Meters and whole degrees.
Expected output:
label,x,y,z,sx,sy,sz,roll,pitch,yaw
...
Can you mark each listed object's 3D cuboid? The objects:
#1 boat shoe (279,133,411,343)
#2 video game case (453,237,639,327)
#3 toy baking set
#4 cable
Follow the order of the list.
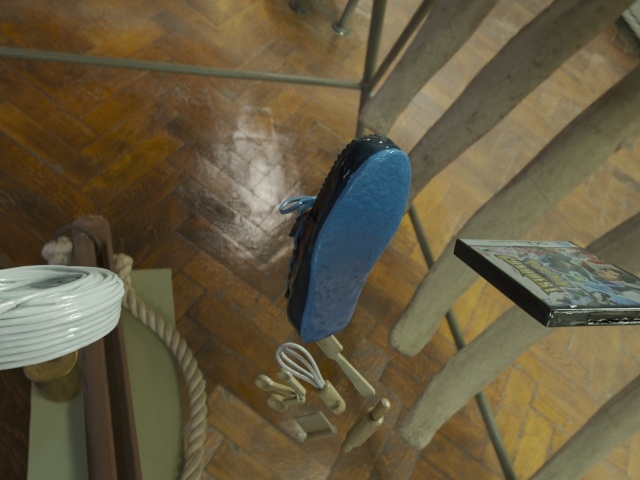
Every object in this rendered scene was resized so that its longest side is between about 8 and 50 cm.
label,x,y,z,sx,sy,sz,roll,pitch,yaw
boat shoe,0.000,0.000,0.521,0.109,0.258,0.089,-7,49,-33
video game case,0.392,0.060,0.874,0.248,0.035,0.275,2,20,-15
toy baking set,0.002,0.236,0.800,0.196,0.256,0.030,30,43,-3
cable,-0.401,0.093,0.728,0.257,0.257,0.089,-8,101,-46
